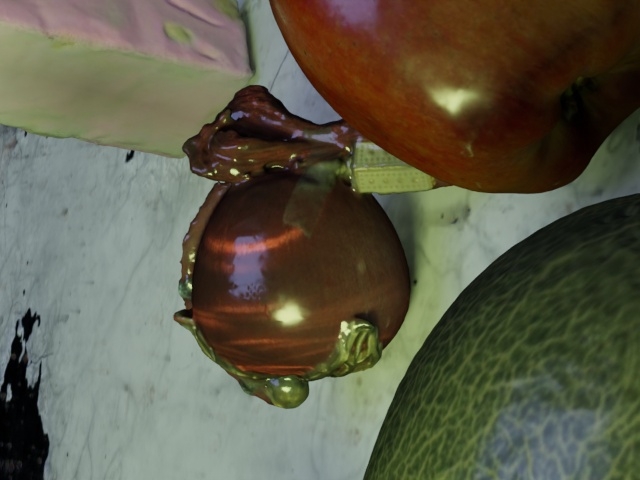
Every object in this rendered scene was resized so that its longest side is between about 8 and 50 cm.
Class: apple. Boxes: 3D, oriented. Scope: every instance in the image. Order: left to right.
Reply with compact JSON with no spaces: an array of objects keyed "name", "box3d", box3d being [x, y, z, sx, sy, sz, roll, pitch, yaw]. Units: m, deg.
[{"name":"apple","box3d":[0.091,-0.146,0.810,0.234,0.234,0.234,-31,53,53]}]

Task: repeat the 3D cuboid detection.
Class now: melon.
[{"name":"melon","box3d":[0.132,0.132,0.604,0.237,0.237,0.301,47,120,56]}]

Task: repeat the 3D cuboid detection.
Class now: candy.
[{"name":"candy","box3d":[-0.207,-0.170,1.290,0.155,0.265,0.115,-47,45,42]}]

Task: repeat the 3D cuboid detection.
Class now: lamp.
[{"name":"lamp","box3d":[-0.002,0.007,0.968,0.151,0.215,0.223,-66,-29,-59]}]
